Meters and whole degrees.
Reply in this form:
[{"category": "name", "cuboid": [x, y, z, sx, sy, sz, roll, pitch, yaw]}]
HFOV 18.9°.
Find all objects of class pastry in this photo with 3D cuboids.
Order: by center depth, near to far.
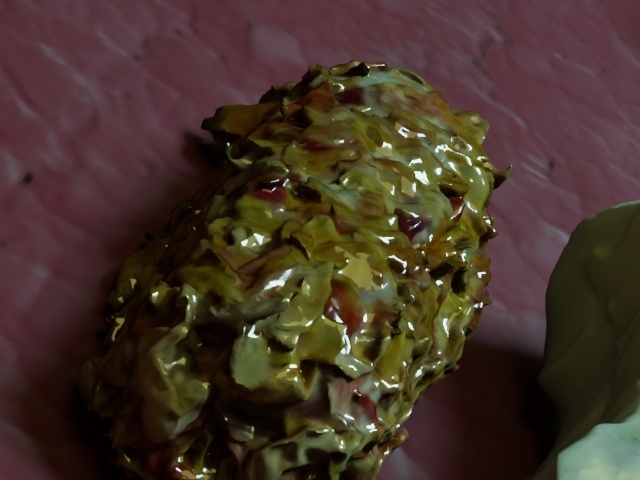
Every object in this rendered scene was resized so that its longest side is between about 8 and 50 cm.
[{"category": "pastry", "cuboid": [0.002, 0.001, 0.477, 0.087, 0.063, 0.169, 28, 37, -4]}]

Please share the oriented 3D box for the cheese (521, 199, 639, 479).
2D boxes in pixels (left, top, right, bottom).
[{"category": "cheese", "cuboid": [0.147, 0.078, 0.483, 0.249, 0.071, 0.163, 20, 41, -15]}]
